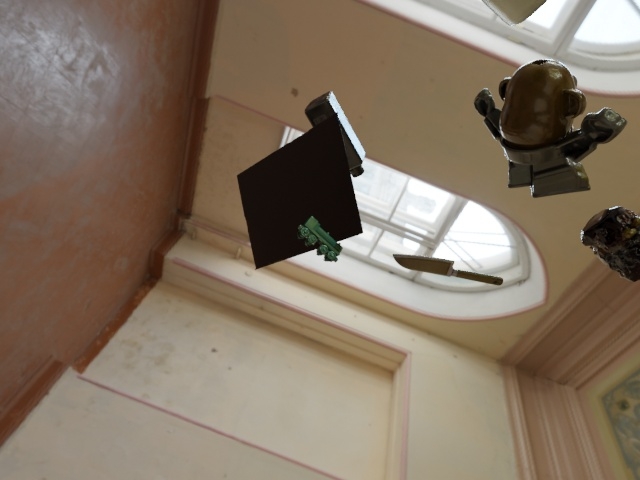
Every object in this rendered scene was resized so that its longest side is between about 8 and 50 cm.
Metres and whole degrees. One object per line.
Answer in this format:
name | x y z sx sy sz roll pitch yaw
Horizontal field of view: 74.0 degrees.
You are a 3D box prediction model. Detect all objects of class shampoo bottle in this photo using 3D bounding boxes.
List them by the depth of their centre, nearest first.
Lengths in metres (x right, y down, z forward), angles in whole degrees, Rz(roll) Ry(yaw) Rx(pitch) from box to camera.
shampoo bottle | 0.053 -0.289 1.205 0.080 0.246 0.079 -20 -152 27

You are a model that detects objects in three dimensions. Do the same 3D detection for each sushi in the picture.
sushi | 0.789 -0.007 1.124 0.153 0.150 0.172 -50 178 9

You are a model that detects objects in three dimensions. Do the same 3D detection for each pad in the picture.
pad | -0.065 -0.089 0.933 0.367 0.007 0.248 -20 -102 45

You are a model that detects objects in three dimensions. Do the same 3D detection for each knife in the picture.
knife | 0.287 0.061 0.960 0.022 0.255 0.046 -76 176 -50

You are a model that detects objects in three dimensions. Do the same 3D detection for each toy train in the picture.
toy train | 0.000 0.000 0.746 0.045 0.092 0.029 -52 -170 -20

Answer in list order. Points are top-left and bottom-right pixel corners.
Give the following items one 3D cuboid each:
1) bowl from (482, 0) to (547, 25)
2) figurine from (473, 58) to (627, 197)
bowl | 0.324 -0.498 0.649 0.277 0.145 0.277 -63 -175 9
figurine | 0.480 -0.249 0.931 0.167 0.342 0.285 -47 128 -27
